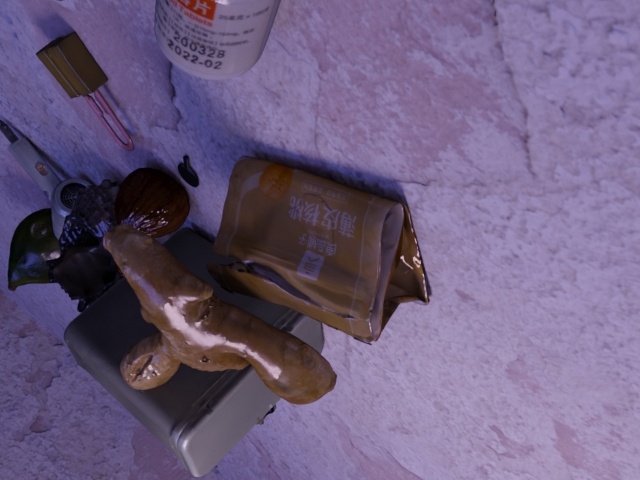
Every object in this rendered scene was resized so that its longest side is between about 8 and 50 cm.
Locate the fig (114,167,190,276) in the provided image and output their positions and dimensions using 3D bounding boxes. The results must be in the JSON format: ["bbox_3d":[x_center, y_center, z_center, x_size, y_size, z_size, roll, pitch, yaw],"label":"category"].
[{"bbox_3d":[-0.346,-0.035,1.590,0.134,0.201,0.146,45,161,-22],"label":"fig"}]

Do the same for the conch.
[{"bbox_3d":[-0.442,0.012,1.755,0.186,0.313,0.240,22,141,-32],"label":"conch"}]

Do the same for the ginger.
[{"bbox_3d":[-0.162,0.138,1.292,0.363,0.122,0.348,10,141,14],"label":"ginger"}]

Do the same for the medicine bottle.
[{"bbox_3d":[-0.106,-0.299,0.938,0.144,0.144,0.252,43,152,3],"label":"medicine bottle"}]

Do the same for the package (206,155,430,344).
[{"bbox_3d":[-0.019,0.024,1.250,0.311,0.165,0.221,21,145,37],"label":"package"}]

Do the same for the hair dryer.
[{"bbox_3d":[-0.646,-0.156,1.964,0.357,0.107,0.173,47,151,9],"label":"hair dryer"}]

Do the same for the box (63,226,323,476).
[{"bbox_3d":[-0.235,0.190,1.588,0.344,0.352,0.177,34,153,25],"label":"box"}]

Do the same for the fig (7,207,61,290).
[{"bbox_3d":[-0.706,0.038,2.154,0.195,0.245,0.195,42,170,9],"label":"fig"}]

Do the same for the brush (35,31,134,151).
[{"bbox_3d":[-0.405,-0.258,1.522,0.103,0.047,0.233,3,133,53],"label":"brush"}]

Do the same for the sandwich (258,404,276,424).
[{"bbox_3d":[-0.225,0.312,1.988,0.262,0.131,0.325,28,146,27],"label":"sandwich"}]

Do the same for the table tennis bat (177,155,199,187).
[{"bbox_3d":[-0.238,-0.125,1.517,0.050,0.007,0.083,36,154,17],"label":"table tennis bat"}]
